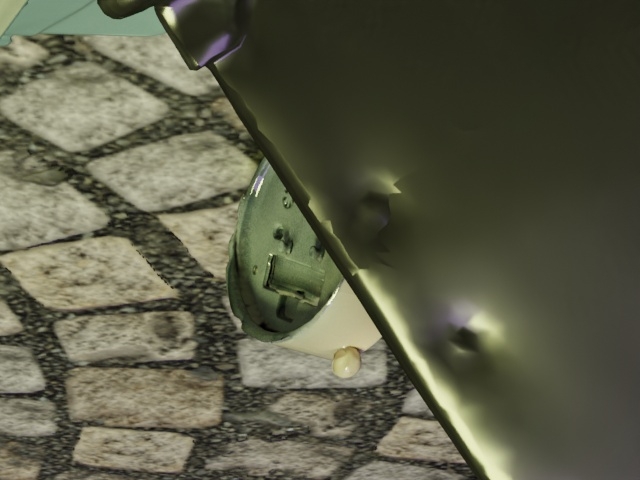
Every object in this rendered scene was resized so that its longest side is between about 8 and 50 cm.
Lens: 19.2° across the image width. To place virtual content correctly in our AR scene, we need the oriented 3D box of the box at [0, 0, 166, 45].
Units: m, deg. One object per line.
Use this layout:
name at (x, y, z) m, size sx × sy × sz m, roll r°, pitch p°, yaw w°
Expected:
box at (-0.099, -0.194, 0.847) m, size 0.130 × 0.162 × 0.227 m, roll 2°, pitch 154°, yaw -30°

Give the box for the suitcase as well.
suitcase at (0.143, -0.064, 0.695) m, size 0.339 × 0.345 × 0.188 m, roll -30°, pitch -173°, yaw 18°

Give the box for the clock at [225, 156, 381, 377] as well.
clock at (0.000, 0.000, 1.217) m, size 0.063 × 0.155 × 0.229 m, roll 19°, pitch -177°, yaw -30°
